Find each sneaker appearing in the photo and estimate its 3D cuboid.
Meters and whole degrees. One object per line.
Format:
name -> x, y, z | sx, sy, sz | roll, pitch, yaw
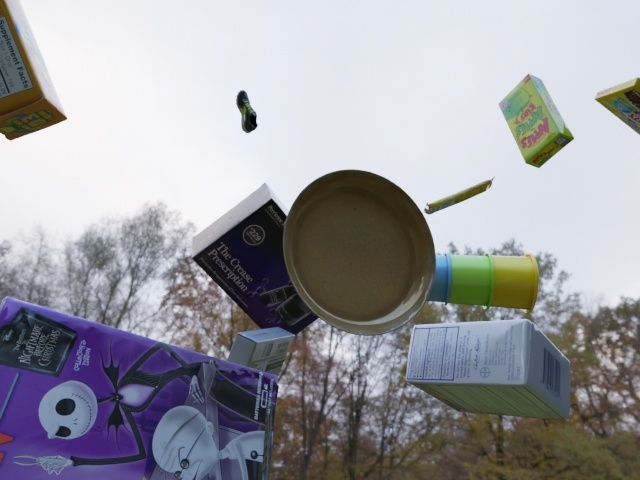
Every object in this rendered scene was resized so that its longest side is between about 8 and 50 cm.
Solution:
sneaker -> -0.139, -0.252, 1.023 | 0.035, 0.031, 0.083 | 2, -72, 45

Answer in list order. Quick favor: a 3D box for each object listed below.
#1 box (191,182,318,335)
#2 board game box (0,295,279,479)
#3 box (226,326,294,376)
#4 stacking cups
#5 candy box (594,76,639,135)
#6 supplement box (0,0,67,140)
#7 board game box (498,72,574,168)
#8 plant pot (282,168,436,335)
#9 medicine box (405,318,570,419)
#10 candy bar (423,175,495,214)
box -> -0.093, 0.050, 1.017 | 0.184, 0.103, 0.261 | -38, -63, 2
board game box -> -0.134, 0.216, 0.288 | 0.208, 0.346, 0.056 | 20, -42, -22
box -> -0.114, 0.229, 0.814 | 0.038, 0.186, 0.145 | 21, 2, 20
stacking cups -> 0.169, 0.052, 0.833 | 0.317, 0.095, 0.096 | 5, -37, 8
candy box -> 0.700, -0.267, 1.124 | 0.206, 0.027, 0.105 | 30, -8, -14
supplement box -> -0.364, -0.234, 0.576 | 0.080, 0.233, 0.078 | -20, -1, -8
board game box -> 0.444, -0.250, 1.096 | 0.043, 0.181, 0.092 | 13, -40, -28
plant pot -> 0.055, 0.016, 0.739 | 0.237, 0.236, 0.032 | 17, -20, -19
medicine box -> 0.396, 0.307, 1.242 | 0.290, 0.149, 0.263 | -10, -35, 40
candy bar -> 0.283, -0.090, 1.068 | 0.162, 0.018, 0.040 | -22, -25, -9
